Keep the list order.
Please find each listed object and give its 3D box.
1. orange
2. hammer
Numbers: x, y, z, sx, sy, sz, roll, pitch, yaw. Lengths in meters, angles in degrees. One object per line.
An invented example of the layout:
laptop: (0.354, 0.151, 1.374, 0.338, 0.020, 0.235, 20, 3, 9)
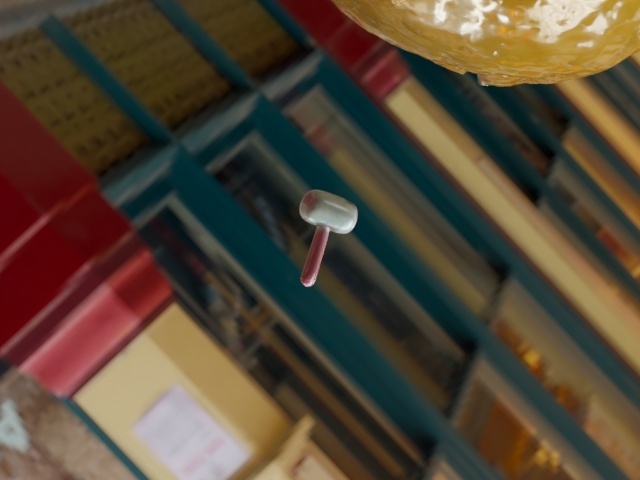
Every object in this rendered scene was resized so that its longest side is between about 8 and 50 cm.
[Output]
orange: (0.078, -0.166, 0.727, 0.219, 0.219, 0.193, 171, -73, -87)
hammer: (0.000, 0.000, 1.457, 0.031, 0.053, 0.083, -3, -111, 67)
